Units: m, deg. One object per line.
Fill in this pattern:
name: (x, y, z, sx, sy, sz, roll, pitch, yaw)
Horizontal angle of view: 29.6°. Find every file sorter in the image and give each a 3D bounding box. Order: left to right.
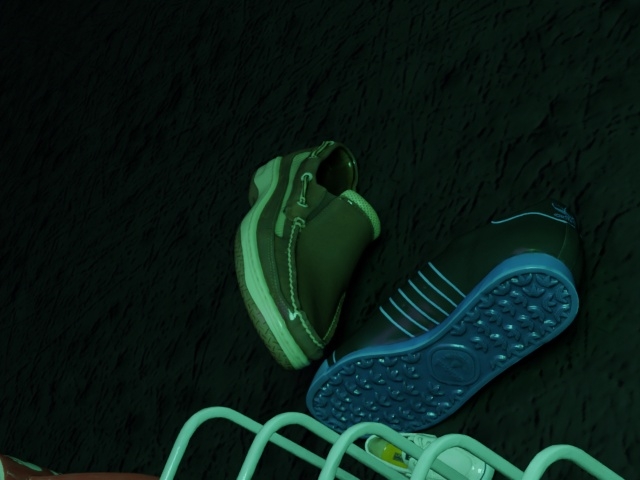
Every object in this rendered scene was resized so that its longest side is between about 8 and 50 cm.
file sorter: (0.041, 0.203, 0.662, 0.277, 0.193, 0.173, -2, 60, 48)

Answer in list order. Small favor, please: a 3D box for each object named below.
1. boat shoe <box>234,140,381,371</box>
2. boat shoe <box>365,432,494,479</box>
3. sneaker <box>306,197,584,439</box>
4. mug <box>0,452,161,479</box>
boat shoe: (-0.004, -0.006, 0.920, 0.095, 0.095, 0.257, -26, 31, 13)
boat shoe: (0.069, 0.144, 0.801, 0.100, 0.035, 0.035, 5, 67, 50)
sneaker: (0.086, 0.056, 0.824, 0.232, 0.081, 0.090, -34, 21, 35)
mug: (-0.192, 0.217, 0.930, 0.150, 0.169, 0.113, -56, 36, 2)
